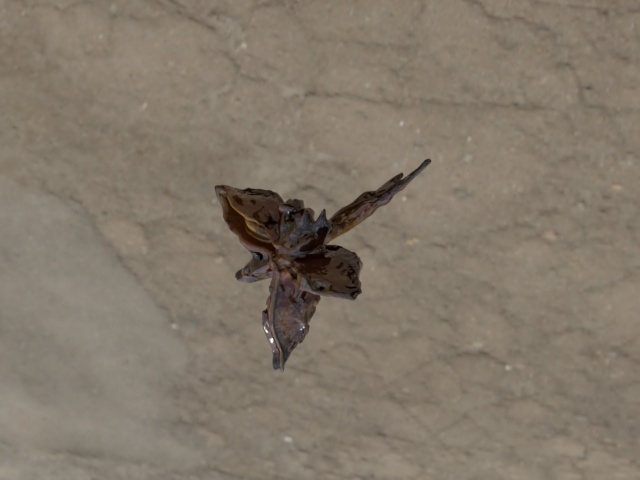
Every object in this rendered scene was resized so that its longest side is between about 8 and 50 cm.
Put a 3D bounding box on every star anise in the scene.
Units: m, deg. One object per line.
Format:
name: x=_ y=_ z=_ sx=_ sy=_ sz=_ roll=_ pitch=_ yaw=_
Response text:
star anise: x=0.007 y=0.001 z=0.885 sx=0.140 sy=0.144 sz=0.158 roll=-33 pitch=78 yaw=49
